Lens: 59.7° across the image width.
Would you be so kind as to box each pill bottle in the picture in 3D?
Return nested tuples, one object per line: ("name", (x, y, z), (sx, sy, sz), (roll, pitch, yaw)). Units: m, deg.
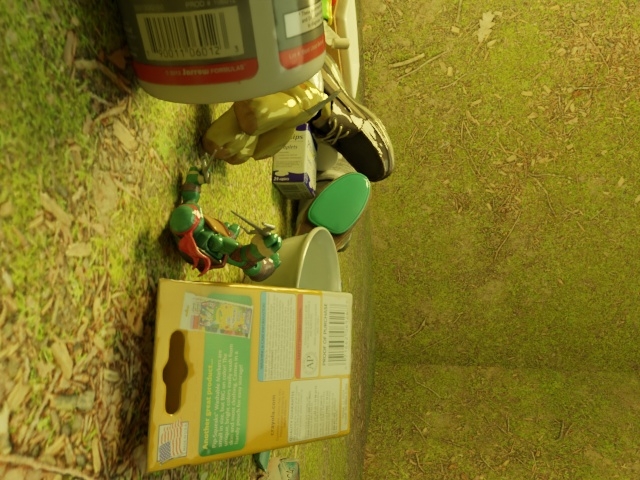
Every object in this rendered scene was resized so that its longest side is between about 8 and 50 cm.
("pill bottle", (0.009, -0.286, 1.439), (0.121, 0.121, 0.216), (78, 16, -49))
("pill bottle", (0.031, -0.105, 1.442), (0.283, 0.161, 0.161), (-74, 161, -55))
("pill bottle", (-0.112, -0.334, 0.530), (0.210, 0.210, 0.363), (-74, 161, -57))

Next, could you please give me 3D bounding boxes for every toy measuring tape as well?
("toy measuring tape", (0.000, -0.536, 1.233), (0.330, 0.121, 0.121), (-115, -169, -45))

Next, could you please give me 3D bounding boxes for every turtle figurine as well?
("turtle figurine", (-0.131, -0.016, 0.711), (0.175, 0.118, 0.234), (50, -4, 19))

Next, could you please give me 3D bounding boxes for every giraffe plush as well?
("giraffe plush", (-0.095, -0.233, 0.822), (0.170, 0.210, 0.181), (62, 13, 5))

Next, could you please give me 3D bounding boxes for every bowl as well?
("bowl", (-0.059, 0.122, 0.999), (0.298, 0.134, 0.298), (1, 90, -75))

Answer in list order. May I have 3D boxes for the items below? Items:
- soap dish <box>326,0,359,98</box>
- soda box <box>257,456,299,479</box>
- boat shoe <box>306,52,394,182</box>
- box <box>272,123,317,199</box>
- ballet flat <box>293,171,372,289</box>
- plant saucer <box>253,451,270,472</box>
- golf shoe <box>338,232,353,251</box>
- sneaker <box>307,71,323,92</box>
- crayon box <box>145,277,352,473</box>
("soap dish", (0.041, -0.569, 1.627), (0.291, 0.118, 0.229), (78, 16, -47))
("soda box", (-0.088, 0.479, 1.061), (0.183, 0.063, 0.058), (-22, 112, -79))
("boat shoe", (0.028, -0.272, 1.278), (0.355, 0.132, 0.130), (53, 46, 2))
("box", (-0.053, -0.173, 1.233), (0.126, 0.072, 0.137), (52, 38, -74))
("ballet flat", (0.000, 0.000, 1.230), (0.342, 0.116, 0.124), (-60, 174, -22))
("plant saucer", (-0.103, 0.354, 1.110), (0.067, 0.018, 0.192), (79, 14, -46))
("golf shoe", (0.028, -0.099, 1.668), (0.120, 0.105, 0.273), (7, 77, -64))
("sneaker", (-0.065, -0.387, 1.120), (0.123, 0.106, 0.290), (45, 34, -72))
("crayon box", (-0.092, 0.159, 0.714), (0.323, 0.083, 0.203), (11, 78, -47))
